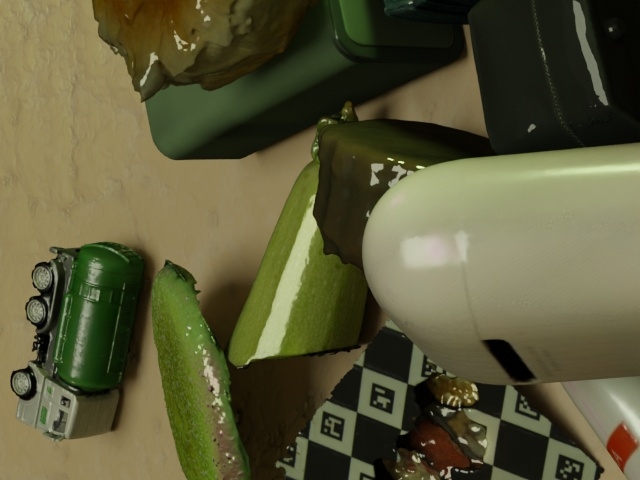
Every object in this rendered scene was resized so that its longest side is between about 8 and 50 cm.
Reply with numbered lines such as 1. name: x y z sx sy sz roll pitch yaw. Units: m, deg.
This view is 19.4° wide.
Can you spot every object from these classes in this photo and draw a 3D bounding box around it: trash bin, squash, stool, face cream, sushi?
1. trash bin: -0.045 -0.228 1.880 0.343 0.158 0.222 -23 74 48
2. squash: 0.014 0.005 1.874 0.137 0.137 0.287 29 101 44
3. stool: 0.240 -0.142 1.517 0.141 0.232 0.232 -23 74 45
4. face cream: 0.285 0.156 1.561 0.345 0.102 0.102 57 131 30
5. sushi: 0.114 0.221 1.800 0.264 0.050 0.290 43 124 15

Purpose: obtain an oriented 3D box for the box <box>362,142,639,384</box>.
1. box: 0.220 0.021 1.423 0.349 0.289 0.141 -5 73 15

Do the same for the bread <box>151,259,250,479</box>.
1. bread: -0.132 0.166 1.985 0.301 0.045 0.301 166 90 -75

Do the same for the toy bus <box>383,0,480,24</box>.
1. toy bus: 0.117 -0.339 1.706 0.167 0.139 0.275 -32 67 47

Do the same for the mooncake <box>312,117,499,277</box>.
1. mooncake: 0.100 -0.029 1.677 0.228 0.228 0.124 27 112 45

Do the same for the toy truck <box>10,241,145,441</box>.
1. toy truck: -0.278 0.115 2.210 0.125 0.101 0.242 22 106 34

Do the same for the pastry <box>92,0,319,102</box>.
1. pastry: -0.101 -0.294 1.715 0.330 0.136 0.329 0 90 52
